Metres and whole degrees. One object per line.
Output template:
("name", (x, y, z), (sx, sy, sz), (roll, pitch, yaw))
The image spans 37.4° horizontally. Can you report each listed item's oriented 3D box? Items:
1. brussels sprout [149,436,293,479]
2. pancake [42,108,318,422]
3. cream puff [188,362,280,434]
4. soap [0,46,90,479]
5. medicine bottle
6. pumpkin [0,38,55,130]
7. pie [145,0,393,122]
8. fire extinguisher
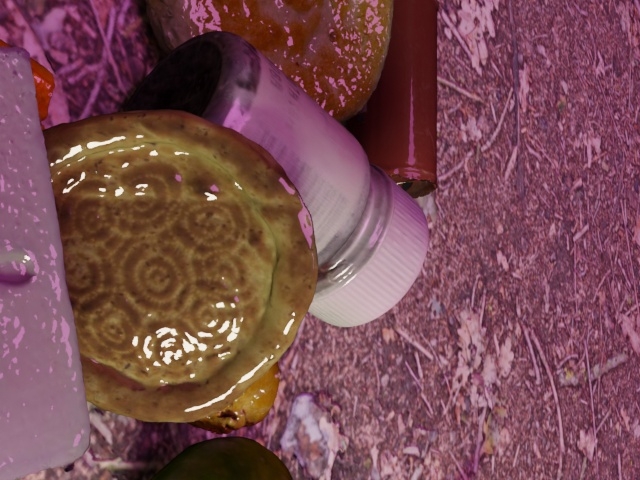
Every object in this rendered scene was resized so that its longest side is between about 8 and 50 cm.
("brussels sprout", (-0.088, 0.252, 0.771), (0.161, 0.143, 0.181), (95, 5, -60))
("pancake", (-0.127, 0.023, 0.708), (0.031, 0.250, 0.250), (-94, 168, -79))
("cream puff", (-0.096, 0.092, 0.799), (0.103, 0.126, 0.144), (-2, 81, -28))
("soap", (-0.300, 0.031, 0.553), (0.296, 0.107, 0.285), (-13, 94, -46))
("medicine bottle", (-0.039, -0.045, 0.845), (0.273, 0.165, 0.165), (38, 56, -38))
("pumpkin", (-0.240, -0.105, 0.717), (0.073, 0.035, 0.101), (30, 64, -42))
("pie", (-0.037, -0.254, 0.933), (0.323, 0.070, 0.323), (-1, 92, -41))
("fire extinguisher", (0.064, -0.222, 1.077), (0.147, 0.106, 0.337), (6, 77, -26))
